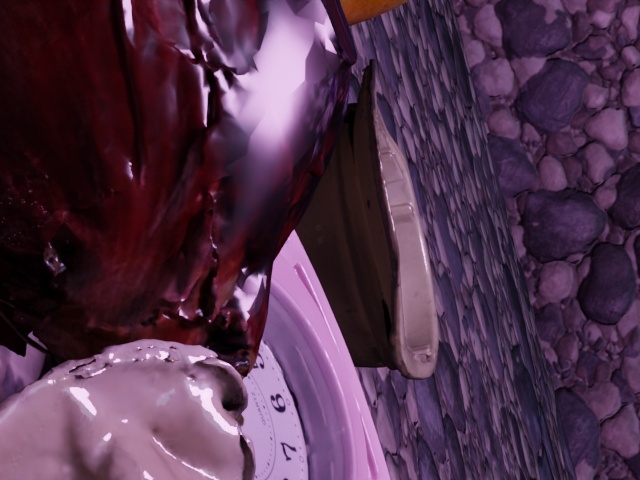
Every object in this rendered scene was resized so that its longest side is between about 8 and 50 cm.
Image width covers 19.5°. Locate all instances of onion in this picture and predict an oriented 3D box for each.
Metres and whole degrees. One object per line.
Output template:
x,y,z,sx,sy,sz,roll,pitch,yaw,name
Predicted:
-0.092,-0.062,0.818,0.281,0.221,0.281,61,10,-18,onion

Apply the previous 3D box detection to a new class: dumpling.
-0.109,0.149,0.667,0.172,0.142,0.247,9,106,-53,dumpling

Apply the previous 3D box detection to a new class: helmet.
-0.004,-0.001,1.293,0.257,0.137,0.204,68,14,-59,helmet

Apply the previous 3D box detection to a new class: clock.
-0.079,0.052,0.988,0.275,0.080,0.290,5,63,-64,clock

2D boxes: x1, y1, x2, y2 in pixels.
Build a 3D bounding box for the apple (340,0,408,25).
-0.031,-0.322,1.185,0.384,0.374,0.374,-18,96,-37,apple
